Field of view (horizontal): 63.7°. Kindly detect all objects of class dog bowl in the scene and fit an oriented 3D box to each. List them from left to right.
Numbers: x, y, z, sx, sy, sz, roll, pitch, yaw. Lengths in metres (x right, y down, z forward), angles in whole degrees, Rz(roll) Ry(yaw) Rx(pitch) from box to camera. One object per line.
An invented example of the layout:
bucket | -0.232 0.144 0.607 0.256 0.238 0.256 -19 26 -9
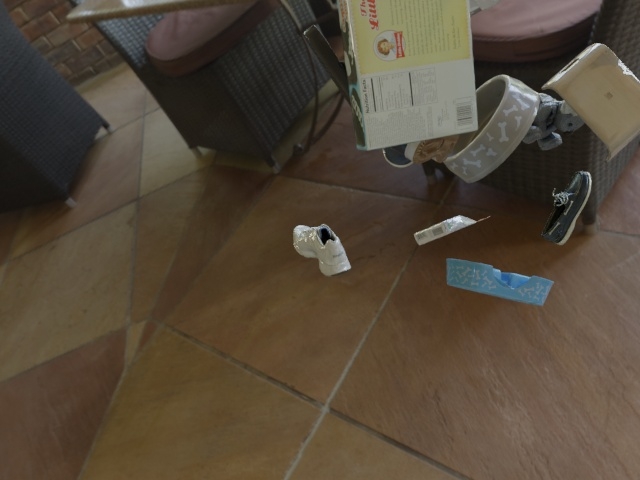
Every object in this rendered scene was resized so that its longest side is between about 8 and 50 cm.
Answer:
dog bowl | 0.498 -0.348 1.575 0.349 0.102 0.349 -55 14 20
dog bowl | 0.485 0.116 1.418 0.296 0.166 0.074 14 87 -5

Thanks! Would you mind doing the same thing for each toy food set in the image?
toy food set | 0.854 -0.423 1.575 0.219 0.092 0.306 -40 85 -7

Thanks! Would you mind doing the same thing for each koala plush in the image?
koala plush | 0.873 -0.456 1.875 0.221 0.196 0.204 -2 84 52

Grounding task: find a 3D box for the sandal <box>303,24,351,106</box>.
sandal | 0.060 -0.285 0.927 0.054 0.255 0.097 -34 1 6

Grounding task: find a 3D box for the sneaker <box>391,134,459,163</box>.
sneaker | 0.222 -0.255 1.204 0.153 0.282 0.099 34 116 21

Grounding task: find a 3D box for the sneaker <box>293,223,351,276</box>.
sneaker | 0.000 0.000 1.614 0.110 0.130 0.297 -21 29 -24

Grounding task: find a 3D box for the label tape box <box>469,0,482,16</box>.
label tape box | 0.419 -0.862 1.577 0.240 0.334 0.106 -28 30 1

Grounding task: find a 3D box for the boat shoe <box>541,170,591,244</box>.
boat shoe | 0.804 -0.114 1.695 0.095 0.079 0.255 -105 36 -80

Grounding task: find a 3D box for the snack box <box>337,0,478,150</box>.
snack box | 0.127 -0.310 0.768 0.186 0.322 0.060 -12 15 -11

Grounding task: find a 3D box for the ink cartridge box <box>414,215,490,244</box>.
ink cartridge box | 0.486 -0.055 1.908 0.224 0.056 0.181 -22 -4 -28

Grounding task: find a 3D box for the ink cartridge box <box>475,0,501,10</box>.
ink cartridge box | 0.294 -0.561 0.897 0.172 0.237 0.100 -46 16 -6

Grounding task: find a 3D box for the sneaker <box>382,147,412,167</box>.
sneaker | 0.236 -0.358 1.285 0.131 0.148 0.351 19 96 14
